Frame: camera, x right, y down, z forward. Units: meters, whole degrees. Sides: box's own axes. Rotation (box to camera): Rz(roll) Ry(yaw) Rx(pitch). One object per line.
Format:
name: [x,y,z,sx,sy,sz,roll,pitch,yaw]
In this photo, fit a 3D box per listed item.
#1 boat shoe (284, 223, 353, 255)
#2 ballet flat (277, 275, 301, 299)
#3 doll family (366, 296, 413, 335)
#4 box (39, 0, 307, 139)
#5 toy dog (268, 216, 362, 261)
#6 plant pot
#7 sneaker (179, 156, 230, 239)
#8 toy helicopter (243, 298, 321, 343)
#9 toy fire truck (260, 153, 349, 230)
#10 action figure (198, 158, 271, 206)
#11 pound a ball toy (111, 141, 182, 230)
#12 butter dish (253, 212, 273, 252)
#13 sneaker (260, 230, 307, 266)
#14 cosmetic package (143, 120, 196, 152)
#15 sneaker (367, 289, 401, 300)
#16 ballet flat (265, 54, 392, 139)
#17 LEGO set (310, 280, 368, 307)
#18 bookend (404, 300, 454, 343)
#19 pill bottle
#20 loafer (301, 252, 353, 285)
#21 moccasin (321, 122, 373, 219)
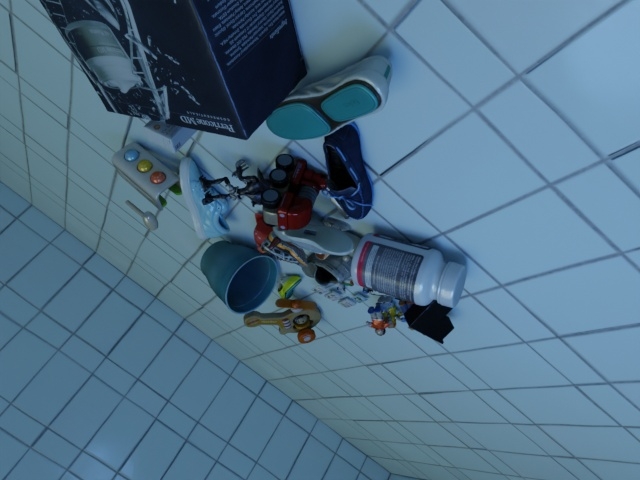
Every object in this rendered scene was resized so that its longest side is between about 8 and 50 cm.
boat shoe: [-0.001,0.001,1.512,0.228,0.079,0.081,17,158,23]
ballet flat: [-0.146,0.195,2.156,0.077,0.077,0.231,48,153,9]
doll family: [0.302,0.277,1.830,0.263,0.118,0.163,-4,130,21]
box: [-0.340,-0.526,1.095,0.480,0.297,0.471,16,148,27]
toy dog: [-0.041,-0.001,1.656,0.334,0.160,0.220,20,171,28]
plant pot: [-0.366,0.133,2.104,0.255,0.272,0.271,30,152,35]
sneaker: [-0.429,-0.165,1.892,0.150,0.135,0.365,-8,133,-1]
toy helicopter: [-0.162,0.338,2.195,0.355,0.140,0.235,3,135,-23]
toy fire truck: [-0.033,-0.117,1.479,0.247,0.217,0.158,13,146,6]
action figure: [-0.259,-0.186,1.659,0.276,0.140,0.164,-2,132,7]
pound a ball toy: [-0.662,-0.214,1.858,0.319,0.208,0.135,38,155,21]
butter dish: [-0.195,-0.002,1.869,0.160,0.118,0.160,22,147,18]
sneaker: [-0.129,0.041,1.807,0.083,0.084,0.215,-37,129,20]
cosmetic package: [-0.385,-0.361,1.417,0.099,0.239,0.060,25,149,14]
sneaker: [0.257,0.170,1.725,0.106,0.078,0.234,45,146,-13]
ballet flat: [0.022,-0.335,1.182,0.400,0.139,0.139,-3,134,52]
LEGO set: [0.094,0.190,1.966,0.183,0.060,0.244,28,153,-16]
bookend: [0.394,0.247,1.668,0.156,0.072,0.157,28,114,-21]
pill bottle: [0.268,0.095,1.510,0.319,0.176,0.176,16,145,28]
loafer: [0.010,0.108,1.817,0.112,0.111,0.319,51,154,-14]
moccasin: [0.056,-0.175,1.384,0.138,0.116,0.342,13,143,32]
